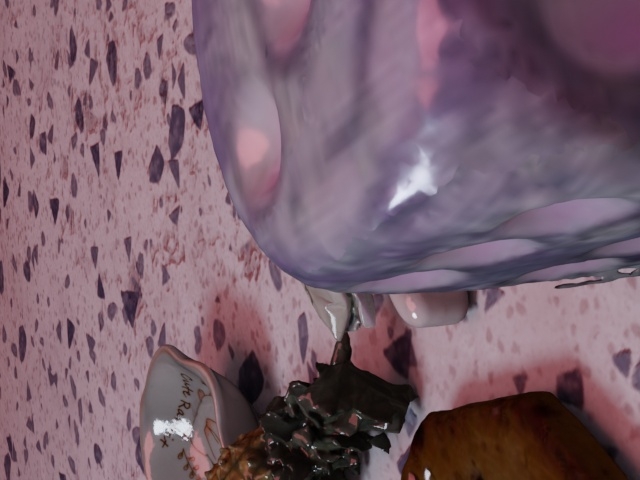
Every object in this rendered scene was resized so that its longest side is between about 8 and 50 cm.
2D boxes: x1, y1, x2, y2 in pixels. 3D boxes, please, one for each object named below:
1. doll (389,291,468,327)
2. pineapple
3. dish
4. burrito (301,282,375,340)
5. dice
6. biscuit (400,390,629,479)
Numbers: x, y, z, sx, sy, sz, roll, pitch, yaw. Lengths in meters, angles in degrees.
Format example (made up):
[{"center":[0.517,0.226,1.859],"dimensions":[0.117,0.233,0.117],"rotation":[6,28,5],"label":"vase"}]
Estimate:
[{"center":[0.063,-0.033,1.000],"dimensions":[0.160,0.059,0.161],"rotation":[42,130,54],"label":"doll"},{"center":[-0.010,0.179,1.124],"dimensions":[0.248,0.128,0.128],"rotation":[-56,44,42],"label":"pineapple"},{"center":[-0.105,0.211,1.357],"dimensions":[0.229,0.081,0.229],"rotation":[15,107,59],"label":"dish"},{"center":[0.000,0.000,1.101],"dimensions":[0.203,0.064,0.064],"rotation":[-109,27,-53],"label":"burrito"},{"center":[0.101,-0.125,0.668],"dimensions":[0.270,0.270,0.271],"rotation":[151,113,-63],"label":"dice"},{"center":[0.136,0.273,0.903],"dimensions":[0.359,0.046,0.359],"rotation":[16,108,62],"label":"biscuit"}]
